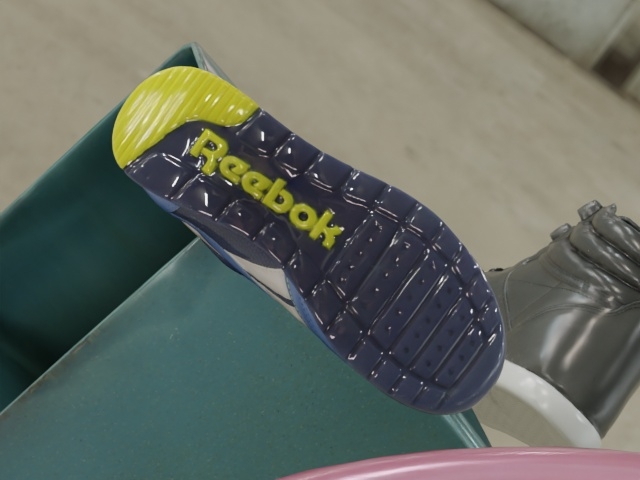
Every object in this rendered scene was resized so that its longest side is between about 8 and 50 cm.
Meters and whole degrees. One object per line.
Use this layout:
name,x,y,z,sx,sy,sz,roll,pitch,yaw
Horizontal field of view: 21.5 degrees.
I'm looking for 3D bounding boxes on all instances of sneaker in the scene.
sneaker,0.137,0.042,1.091,0.104,0.147,0.296,49,-9,-21
sneaker,0.000,0.000,0.537,0.144,0.053,0.059,41,-6,9

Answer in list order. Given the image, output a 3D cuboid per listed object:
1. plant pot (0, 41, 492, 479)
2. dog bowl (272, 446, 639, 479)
plant pot,-0.024,0.072,0.709,0.234,0.166,0.165,43,10,-26
dog bowl,0.045,0.213,0.284,0.408,0.150,0.408,1,50,-1
